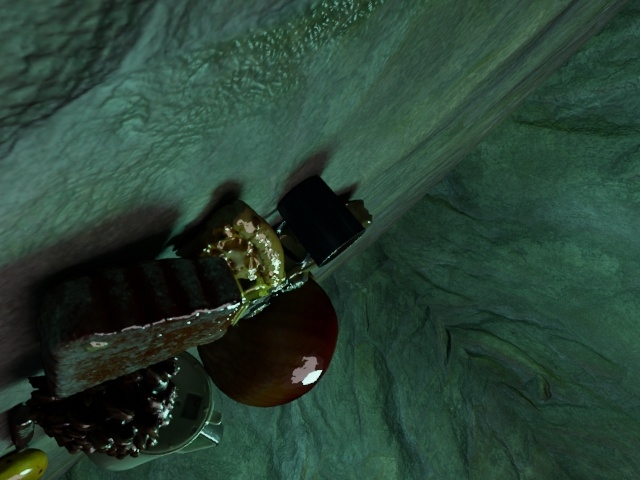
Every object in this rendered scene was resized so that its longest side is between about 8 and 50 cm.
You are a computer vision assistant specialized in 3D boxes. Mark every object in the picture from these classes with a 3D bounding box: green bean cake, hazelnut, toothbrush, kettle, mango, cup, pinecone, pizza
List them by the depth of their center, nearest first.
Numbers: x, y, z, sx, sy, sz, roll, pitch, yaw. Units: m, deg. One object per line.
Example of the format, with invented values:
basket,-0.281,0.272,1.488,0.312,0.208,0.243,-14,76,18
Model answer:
green bean cake,-0.233,0.104,0.547,0.232,0.097,0.198,-12,153,-34
pizza,-0.137,0.017,0.628,0.161,0.063,0.182,-4,142,-5
pinecone,-0.330,0.231,0.661,0.221,0.221,0.221,-38,172,-6
cup,-0.013,-0.028,0.789,0.150,0.138,0.113,-35,171,-21
toothbrush,-0.616,0.400,0.862,0.041,0.041,0.364,-31,169,-45
mango,-0.761,0.577,1.045,0.115,0.090,0.178,-28,161,-20
kettle,-0.431,0.478,1.117,0.376,0.361,0.250,-42,-147,41
hazelnut,-0.151,0.250,1.127,0.409,0.359,0.359,-41,172,33

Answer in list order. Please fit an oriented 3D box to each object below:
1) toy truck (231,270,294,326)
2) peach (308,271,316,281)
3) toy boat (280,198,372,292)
toy truck,-0.178,0.094,0.819,0.157,0.124,0.272,-23,168,-33
peach,-0.084,0.156,1.589,0.151,0.118,0.151,-6,142,-5
toy boat,0.000,0.000,1.052,0.162,0.136,0.445,-39,175,39
